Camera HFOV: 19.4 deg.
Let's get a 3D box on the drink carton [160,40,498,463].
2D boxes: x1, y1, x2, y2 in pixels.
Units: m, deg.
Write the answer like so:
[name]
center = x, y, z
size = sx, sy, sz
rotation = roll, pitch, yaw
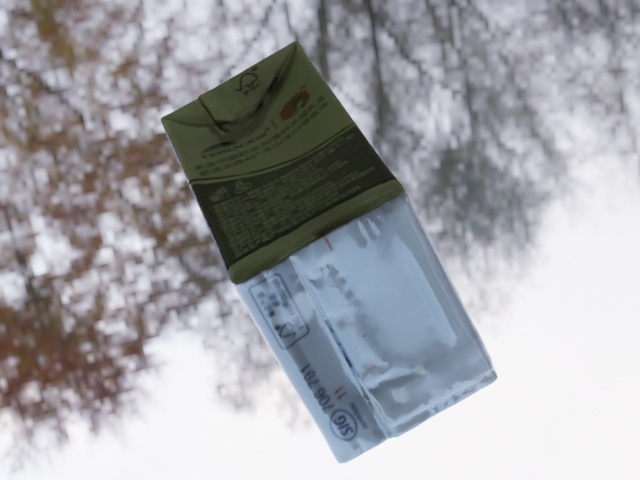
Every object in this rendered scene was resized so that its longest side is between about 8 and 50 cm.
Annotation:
[drink carton]
center = -0.001, -0.001, 1.032
size = 0.102, 0.134, 0.222
rotation = -30, -150, 1
